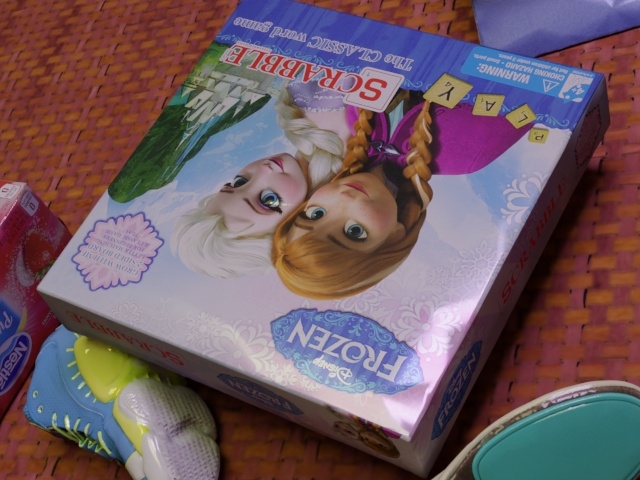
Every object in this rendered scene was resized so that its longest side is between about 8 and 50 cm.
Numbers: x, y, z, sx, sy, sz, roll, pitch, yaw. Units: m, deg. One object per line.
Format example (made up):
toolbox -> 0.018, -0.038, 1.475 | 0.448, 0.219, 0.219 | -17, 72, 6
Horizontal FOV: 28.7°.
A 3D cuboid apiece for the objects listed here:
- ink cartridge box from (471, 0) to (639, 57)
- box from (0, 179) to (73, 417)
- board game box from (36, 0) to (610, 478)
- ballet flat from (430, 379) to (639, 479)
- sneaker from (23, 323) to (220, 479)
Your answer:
ink cartridge box -> 0.241, -0.335, 1.048 | 0.304, 0.072, 0.307 | -15, 79, 17
box -> -0.328, 0.077, 1.082 | 0.128, 0.122, 0.257 | 8, 57, 33
board game box -> 0.005, -0.026, 0.930 | 0.319, 0.066, 0.318 | 18, 63, 27
ballet flat -> 0.103, 0.166, 0.802 | 0.248, 0.086, 0.086 | -35, 45, 2
sneaker -> -0.161, 0.140, 0.980 | 0.126, 0.091, 0.240 | -43, 43, 16
